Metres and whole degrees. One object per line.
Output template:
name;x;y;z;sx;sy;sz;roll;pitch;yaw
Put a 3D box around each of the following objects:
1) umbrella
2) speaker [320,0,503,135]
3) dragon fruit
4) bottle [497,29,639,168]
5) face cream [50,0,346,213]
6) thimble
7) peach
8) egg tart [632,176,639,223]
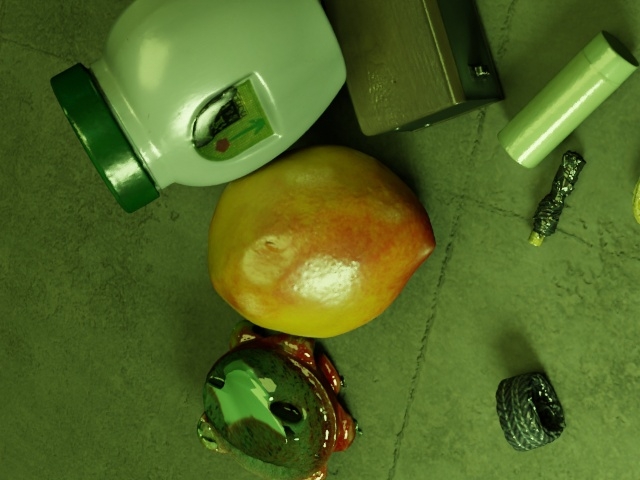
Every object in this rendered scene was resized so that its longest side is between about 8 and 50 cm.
umbrella;0.328;-0.057;1.545;0.037;0.040;0.144;28;113;17
speaker;0.130;-0.281;1.567;0.192;0.153;0.231;-18;87;33
dragon fruit;-0.080;0.268;1.806;0.268;0.130;0.295;-45;74;34
bottle;0.334;-0.189;1.501;0.201;0.072;0.072;-47;73;28
face cream;-0.158;-0.212;1.488;0.357;0.312;0.219;-30;50;-4
thimble;0.296;0.245;1.578;0.066;0.095;0.104;-26;98;35
peach;-0.002;-0.001;1.621;0.308;0.289;0.289;2;99;37
egg tart;0.463;-0.055;1.459;0.105;0.039;0.105;5;100;31
